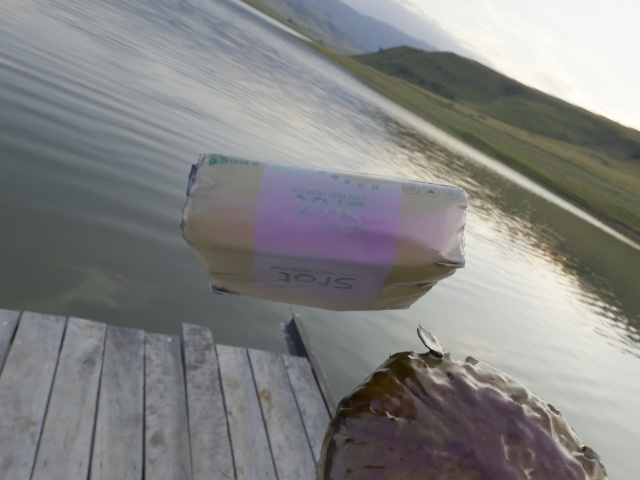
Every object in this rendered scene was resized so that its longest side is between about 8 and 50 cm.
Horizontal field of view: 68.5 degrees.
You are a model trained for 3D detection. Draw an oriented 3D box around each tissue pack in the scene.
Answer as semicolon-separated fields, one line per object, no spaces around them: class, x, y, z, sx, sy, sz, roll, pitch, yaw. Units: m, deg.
tissue pack;0.000;0.000;0.512;0.257;0.123;0.215;5;-20;-3

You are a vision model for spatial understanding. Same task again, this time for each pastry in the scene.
pastry;0.138;0.253;0.439;0.330;0.136;0.329;6;40;-5
